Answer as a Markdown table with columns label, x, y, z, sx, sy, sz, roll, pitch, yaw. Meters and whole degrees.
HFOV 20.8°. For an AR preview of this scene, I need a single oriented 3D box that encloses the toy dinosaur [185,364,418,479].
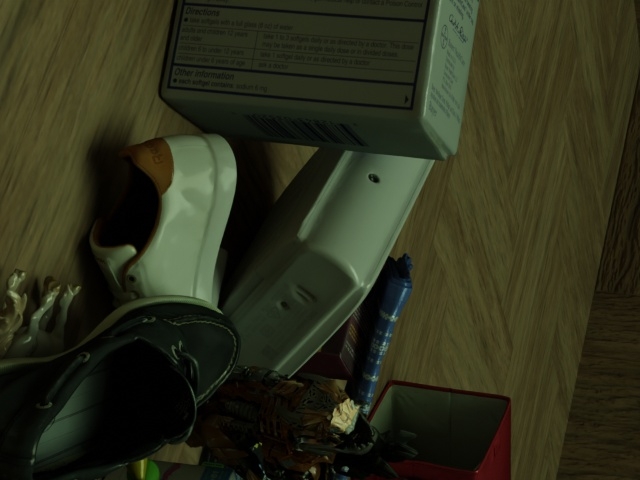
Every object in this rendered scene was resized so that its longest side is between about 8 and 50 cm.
| label | x | y | z | sx | sy | sz | roll | pitch | yaw |
| --- | --- | --- | --- | --- | --- | --- | --- | --- | --- |
| toy dinosaur | -0.036 | 0.180 | 1.648 | 0.218 | 0.322 | 0.164 | 43 | 86 | -22 |

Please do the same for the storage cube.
| label | x | y | z | sx | sy | sz | roll | pitch | yaw |
| --- | --- | --- | --- | --- | --- | --- | --- | --- | --- |
| storage cube | 0.160 | 0.334 | 2.437 | 0.215 | 0.183 | 0.193 | -54 | 146 | -56 |

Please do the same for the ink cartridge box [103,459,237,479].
| label | x | y | z | sx | sy | sz | roll | pitch | yaw |
| --- | --- | --- | --- | --- | --- | --- | --- | --- | --- |
| ink cartridge box | -0.137 | 0.253 | 1.634 | 0.052 | 0.122 | 0.088 | -70 | 158 | -45 |

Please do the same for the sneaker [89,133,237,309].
| label | x | y | z | sx | sy | sz | roll | pitch | yaw |
| --- | --- | --- | --- | --- | --- | --- | --- | --- | --- |
| sneaker | -0.164 | 0.041 | 1.575 | 0.123 | 0.106 | 0.290 | -3 | 110 | -36 |

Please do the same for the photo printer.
| label | x | y | z | sx | sy | sz | roll | pitch | yaw |
| --- | --- | --- | --- | --- | --- | --- | --- | --- | --- |
| photo printer | 0.000 | 0.000 | 1.812 | 0.256 | 0.107 | 0.307 | -48 | -171 | 40 |

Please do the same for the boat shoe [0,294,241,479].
| label | x | y | z | sx | sy | sz | roll | pitch | yaw |
| --- | --- | --- | --- | --- | --- | --- | --- | --- | --- |
| boat shoe | -0.155 | 0.125 | 1.390 | 0.340 | 0.113 | 0.127 | -9 | 108 | -54 |

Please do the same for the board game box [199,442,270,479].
| label | x | y | z | sx | sy | sz | roll | pitch | yaw |
| --- | --- | --- | --- | --- | --- | --- | --- | --- | --- |
| board game box | -0.085 | 0.271 | 1.906 | 0.170 | 0.048 | 0.141 | 59 | 40 | -61 |

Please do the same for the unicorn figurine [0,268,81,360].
| label | x | y | z | sx | sy | sz | roll | pitch | yaw |
| --- | --- | --- | --- | --- | --- | --- | --- | --- | --- |
| unicorn figurine | -0.229 | 0.085 | 1.425 | 0.162 | 0.060 | 0.111 | 19 | 87 | -56 |

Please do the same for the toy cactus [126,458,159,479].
| label | x | y | z | sx | sy | sz | roll | pitch | yaw |
| --- | --- | --- | --- | --- | --- | --- | --- | --- | --- |
| toy cactus | -0.179 | 0.239 | 1.443 | 0.112 | 0.180 | 0.219 | -65 | 157 | 7 |

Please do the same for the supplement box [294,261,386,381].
| label | x | y | z | sx | sy | sz | roll | pitch | yaw |
| --- | --- | --- | --- | --- | --- | --- | --- | --- | --- |
| supplement box | 0.007 | 0.060 | 2.020 | 0.081 | 0.104 | 0.188 | 62 | 38 | -59 |

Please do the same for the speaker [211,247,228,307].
| label | x | y | z | sx | sy | sz | roll | pitch | yaw |
| --- | --- | --- | --- | --- | --- | --- | --- | --- | --- |
| speaker | -0.129 | 0.069 | 1.703 | 0.055 | 0.055 | 0.136 | 45 | 53 | -67 |

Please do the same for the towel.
| label | x | y | z | sx | sy | sz | roll | pitch | yaw |
| --- | --- | --- | --- | --- | --- | --- | --- | --- | --- |
| towel | 0.053 | 0.186 | 2.094 | 0.243 | 0.040 | 0.336 | -83 | -171 | -83 |

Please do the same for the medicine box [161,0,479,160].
| label | x | y | z | sx | sy | sz | roll | pitch | yaw |
| --- | --- | --- | --- | --- | --- | --- | --- | --- | --- |
| medicine box | 0.013 | -0.245 | 1.694 | 0.149 | 0.263 | 0.289 | 36 | 62 | -69 |
